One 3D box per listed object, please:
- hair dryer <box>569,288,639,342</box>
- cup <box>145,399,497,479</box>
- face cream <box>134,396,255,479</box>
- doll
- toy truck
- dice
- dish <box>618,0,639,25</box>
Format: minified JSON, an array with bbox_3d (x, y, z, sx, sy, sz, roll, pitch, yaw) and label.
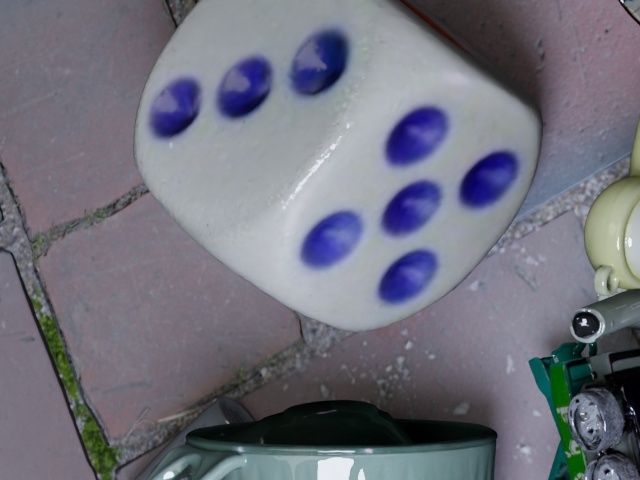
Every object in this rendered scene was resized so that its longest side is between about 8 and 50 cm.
[{"bbox_3d":[0.304,0.063,1.752,0.131,0.236,0.073,12,99,30],"label":"hair dryer"},{"bbox_3d":[-0.021,0.361,1.847,0.401,0.310,0.392,0,89,-3],"label":"cup"},{"bbox_3d":[-0.153,0.268,2.094,0.198,0.057,0.084,-47,65,20],"label":"face cream"},{"bbox_3d":[0.337,-0.059,1.744,0.117,0.141,0.296,8,53,33],"label":"doll"},{"bbox_3d":[0.307,0.262,1.762,0.178,0.177,0.363,-27,73,56],"label":"toy truck"},{"bbox_3d":[0.019,-0.105,1.867,0.304,0.304,0.277,-52,52,11],"label":"dice"},{"bbox_3d":[0.375,-0.264,1.813,0.191,0.190,0.066,36,59,27],"label":"dish"}]
